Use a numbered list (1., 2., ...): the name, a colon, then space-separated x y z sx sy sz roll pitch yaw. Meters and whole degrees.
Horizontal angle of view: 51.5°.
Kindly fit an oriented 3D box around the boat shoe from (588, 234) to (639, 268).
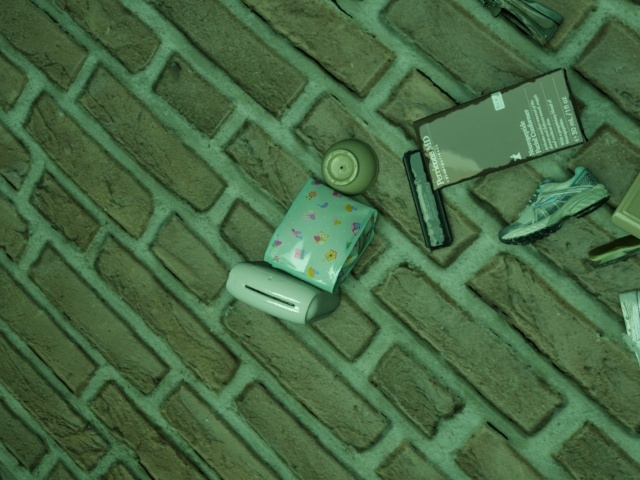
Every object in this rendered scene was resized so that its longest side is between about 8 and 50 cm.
1. boat shoe: 0.745 0.028 1.650 0.152 0.056 0.049 -17 116 12

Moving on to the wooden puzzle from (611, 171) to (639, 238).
1. wooden puzzle: 0.856 -0.092 1.591 0.220 0.044 0.239 32 97 13

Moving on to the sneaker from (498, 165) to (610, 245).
1. sneaker: 0.574 -0.085 1.682 0.283 0.110 0.122 -29 68 17

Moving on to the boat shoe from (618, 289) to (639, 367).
1. boat shoe: 0.786 0.235 1.648 0.075 0.083 0.227 -6 82 31

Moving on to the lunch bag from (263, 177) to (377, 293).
1. lunch bag: 0.000 0.000 1.792 0.223 0.160 0.262 26 64 14

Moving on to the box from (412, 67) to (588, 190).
1. box: 0.444 -0.273 1.659 0.381 0.143 0.191 -18 92 25

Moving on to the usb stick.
1. usb stick: 0.289 -0.112 1.791 0.077 0.045 0.278 -15 90 13

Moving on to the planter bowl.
1. planter bowl: 0.070 -0.200 1.822 0.162 0.109 0.162 2 97 18

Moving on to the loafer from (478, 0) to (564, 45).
1. loafer: 0.469 -0.581 1.660 0.267 0.096 0.084 31 110 11

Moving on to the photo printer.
1. photo printer: -0.100 0.138 1.807 0.255 0.307 0.107 21 95 15
